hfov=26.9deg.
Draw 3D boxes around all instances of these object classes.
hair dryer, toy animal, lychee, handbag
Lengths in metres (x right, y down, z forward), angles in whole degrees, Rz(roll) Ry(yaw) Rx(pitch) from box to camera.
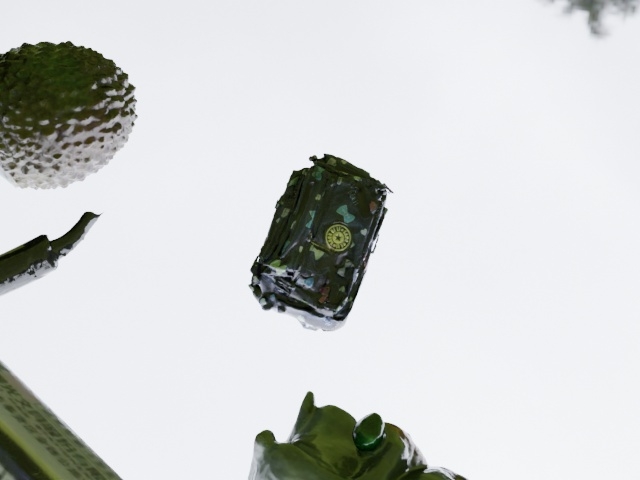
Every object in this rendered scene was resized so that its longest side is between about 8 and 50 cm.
[{"bbox_3d":[-0.337,0.029,1.307,0.272,0.091,0.235,-19,-151,-9],"label":"hair dryer"},{"bbox_3d":[0.060,0.206,1.013,0.236,0.138,0.108,25,-150,10],"label":"toy animal"},{"bbox_3d":[-0.272,-0.133,1.372,0.171,0.171,0.171,1,-143,-1],"label":"lychee"},{"bbox_3d":[0.000,0.000,1.947,0.162,0.113,0.260,23,-106,-1],"label":"handbag"}]

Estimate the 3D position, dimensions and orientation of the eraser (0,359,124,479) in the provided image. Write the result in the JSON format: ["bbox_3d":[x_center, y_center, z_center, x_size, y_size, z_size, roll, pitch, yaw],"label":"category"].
[{"bbox_3d":[-0.246,0.153,0.916,0.287,0.130,0.086,38,-166,21],"label":"eraser"}]
